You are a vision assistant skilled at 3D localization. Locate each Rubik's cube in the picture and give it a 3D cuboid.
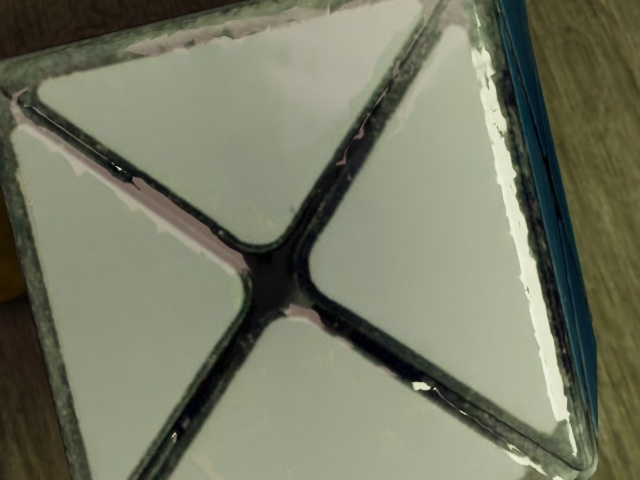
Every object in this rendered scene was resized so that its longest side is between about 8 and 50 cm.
[{"bbox_3d":[0.000,0.000,0.723,0.254,0.259,0.260,-12,93,14],"label":"Rubik's cube"}]

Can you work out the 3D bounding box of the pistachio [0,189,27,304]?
[{"bbox_3d":[-0.260,-0.027,0.907,0.189,0.100,0.110,26,95,21],"label":"pistachio"}]
